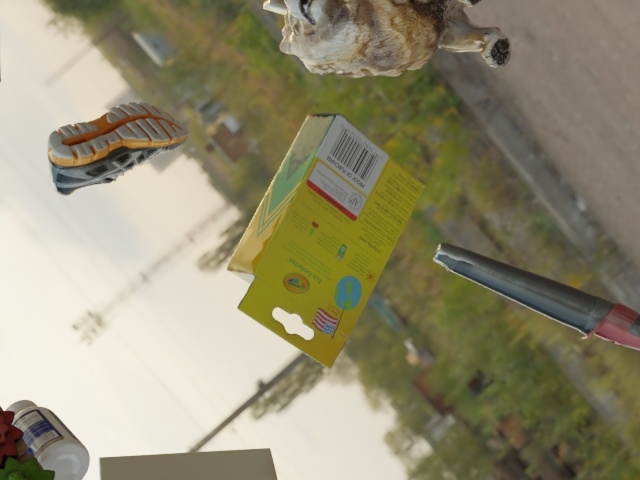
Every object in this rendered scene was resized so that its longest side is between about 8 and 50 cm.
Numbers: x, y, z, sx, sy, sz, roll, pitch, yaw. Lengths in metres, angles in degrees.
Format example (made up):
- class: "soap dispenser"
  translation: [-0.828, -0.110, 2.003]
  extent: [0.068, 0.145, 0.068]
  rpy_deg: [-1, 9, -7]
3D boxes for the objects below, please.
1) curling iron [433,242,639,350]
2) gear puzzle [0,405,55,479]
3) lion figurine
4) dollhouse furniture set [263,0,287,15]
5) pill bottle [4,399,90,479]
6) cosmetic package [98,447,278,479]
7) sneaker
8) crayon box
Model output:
- class: "curling iron"
  translation: [0.207, 0.069, 0.964]
  extent: [0.274, 0.068, 0.035]
  rpy_deg: [25, -131, -8]
- class: "gear puzzle"
  translation: [-0.359, 0.253, 1.327]
  extent: [0.339, 0.175, 0.044]
  rpy_deg: [52, 139, 15]
- class: "lion figurine"
  translation: [0.144, -0.305, 1.335]
  extent: [0.240, 0.392, 0.142]
  rpy_deg: [24, 154, 52]
- class: "dollhouse furniture set"
  translation: [0.023, -0.372, 1.620]
  extent: [0.212, 0.161, 0.242]
  rpy_deg: [14, 177, -15]
- class: "pill bottle"
  translation: [-0.315, 0.229, 1.460]
  extent: [0.120, 0.067, 0.067]
  rpy_deg: [33, 168, 47]
- class: "cosmetic package"
  translation: [-0.237, 0.466, 2.292]
  extent: [0.113, 0.309, 0.160]
  rpy_deg: [-109, 20, -52]
- class: "sneaker"
  translation: [-0.268, -0.119, 1.691]
  extent: [0.084, 0.215, 0.083]
  rpy_deg: [46, 135, 31]
- class: "crayon box"
  translation: [0.000, 0.000, 1.878]
  extent: [0.202, 0.318, 0.081]
  rpy_deg: [37, 164, -34]
